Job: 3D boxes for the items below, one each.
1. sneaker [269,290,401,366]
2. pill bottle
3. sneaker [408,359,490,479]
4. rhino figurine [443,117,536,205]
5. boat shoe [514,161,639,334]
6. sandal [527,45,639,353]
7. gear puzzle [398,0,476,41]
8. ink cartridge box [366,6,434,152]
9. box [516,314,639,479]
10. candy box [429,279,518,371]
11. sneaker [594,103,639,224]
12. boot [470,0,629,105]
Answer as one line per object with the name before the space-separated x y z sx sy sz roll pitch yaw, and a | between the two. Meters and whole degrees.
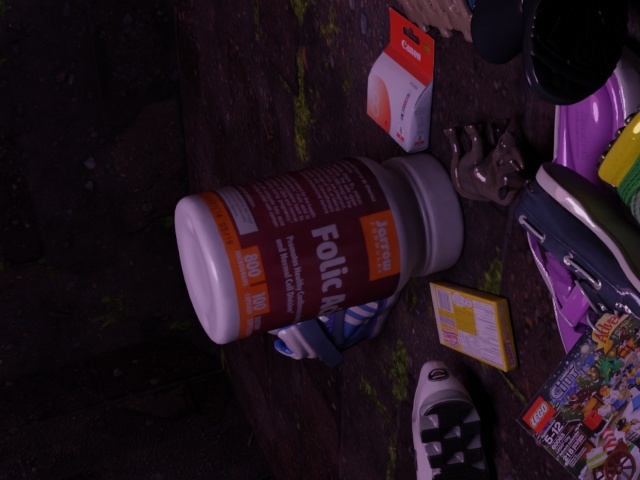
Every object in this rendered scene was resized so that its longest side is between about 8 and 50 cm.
sneaker | 0.008 0.104 1.721 0.323 0.236 0.130 98 151 -50
pill bottle | 0.000 0.000 1.423 0.224 0.392 0.224 165 90 -72
sneaker | 0.208 0.338 1.544 0.146 0.122 0.330 -100 5 -59
rhino figurine | 0.216 -0.096 1.182 0.243 0.073 0.106 -145 43 -81
boat shoe | 0.278 0.028 0.910 0.254 0.095 0.079 50 127 31
sandal | 0.281 -0.010 1.047 0.169 0.102 0.416 -148 48 -64
gear puzzle | 0.135 -0.369 1.294 0.175 0.044 0.339 62 173 -22
ink cartridge box | 0.120 -0.244 1.447 0.145 0.045 0.179 -127 27 -49
box | 0.315 0.134 0.921 0.233 0.044 0.159 -54 33 6
candy box | 0.227 0.124 1.430 0.206 0.027 0.105 -163 58 -69
sneaker | 0.352 -0.102 0.780 0.146 0.134 0.343 59 165 25
boot | 0.224 -0.221 0.978 0.207 0.094 0.246 141 145 -70
